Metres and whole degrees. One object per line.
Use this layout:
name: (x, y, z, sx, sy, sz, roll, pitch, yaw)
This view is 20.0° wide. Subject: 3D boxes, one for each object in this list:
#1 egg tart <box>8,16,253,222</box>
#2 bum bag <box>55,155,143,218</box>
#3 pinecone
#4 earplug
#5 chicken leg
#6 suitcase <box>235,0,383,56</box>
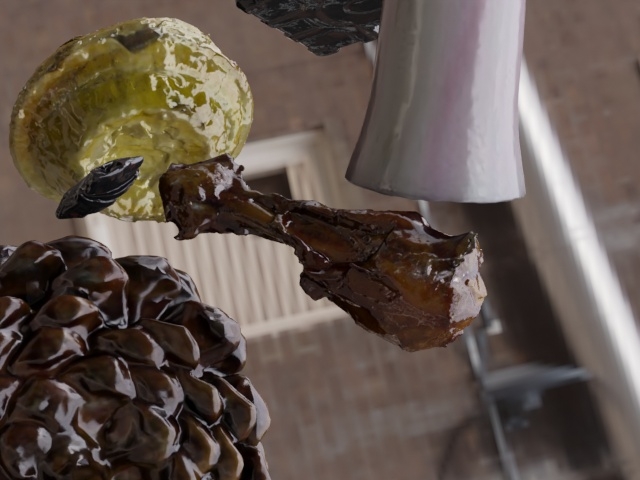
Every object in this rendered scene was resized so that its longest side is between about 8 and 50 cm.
egg tart: (-0.214, -0.123, 2.097, 0.115, 0.290, 0.290, -115, -164, -47)
bum bag: (-0.190, -0.045, 1.566, 0.034, 0.058, 0.124, 65, -27, 2)
pinecone: (-0.241, 0.174, 1.686, 0.398, 0.398, 0.397, 168, -90, -81)
earplug: (0.120, -0.197, 1.699, 0.172, 0.172, 0.301, -136, -131, -74)
chicken leg: (0.000, 0.000, 1.529, 0.113, 0.304, 0.093, -61, 160, -14)
suitcase: (0.067, -0.296, 2.024, 0.206, 0.286, 0.066, 23, 57, -57)
